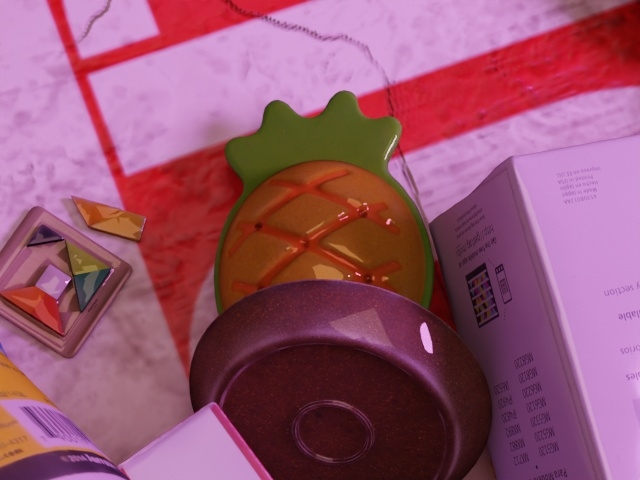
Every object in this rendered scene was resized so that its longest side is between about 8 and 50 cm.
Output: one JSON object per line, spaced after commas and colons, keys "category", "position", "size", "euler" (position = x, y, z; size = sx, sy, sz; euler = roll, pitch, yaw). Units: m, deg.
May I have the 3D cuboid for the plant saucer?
{"category": "plant saucer", "position": [0.008, 0.096, 0.841], "size": [0.168, 0.168, 0.029], "euler": [19, 36, -1]}

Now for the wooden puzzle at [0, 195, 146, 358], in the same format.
{"category": "wooden puzzle", "position": [-0.157, 0.023, 0.912], "size": [0.078, 0.014, 0.116], "euler": [26, 75, 1]}

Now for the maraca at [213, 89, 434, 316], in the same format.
{"category": "maraca", "position": [0.000, 0.000, 0.891], "size": [0.127, 0.099, 0.186], "euler": [-6, 68, 5]}

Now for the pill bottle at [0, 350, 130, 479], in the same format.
{"category": "pill bottle", "position": [-0.244, 0.102, 0.758], "size": [0.188, 0.188, 0.334], "euler": [-44, 61, -14]}

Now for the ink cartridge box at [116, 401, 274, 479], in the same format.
{"category": "ink cartridge box", "position": [-0.056, 0.157, 0.819], "size": [0.063, 0.150, 0.109], "euler": [-35, 82, -17]}

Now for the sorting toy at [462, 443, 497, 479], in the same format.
{"category": "sorting toy", "position": [0.105, 0.128, 0.900], "size": [0.075, 0.045, 0.083], "euler": [17, 68, 8]}

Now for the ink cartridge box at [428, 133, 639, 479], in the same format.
{"category": "ink cartridge box", "position": [0.250, 0.075, 0.855], "size": [0.309, 0.130, 0.272], "euler": [-10, 77, -19]}
